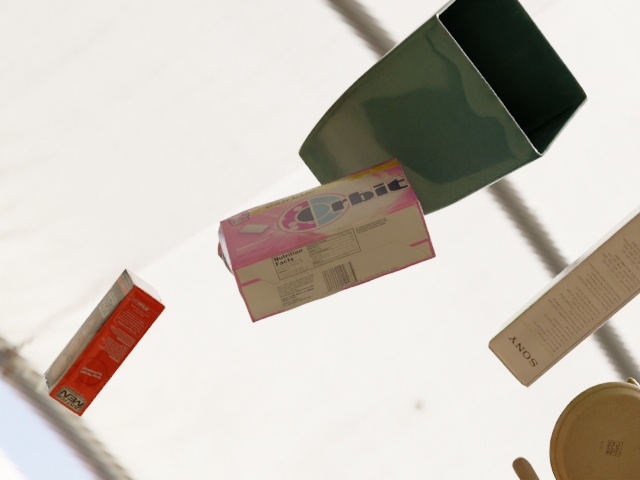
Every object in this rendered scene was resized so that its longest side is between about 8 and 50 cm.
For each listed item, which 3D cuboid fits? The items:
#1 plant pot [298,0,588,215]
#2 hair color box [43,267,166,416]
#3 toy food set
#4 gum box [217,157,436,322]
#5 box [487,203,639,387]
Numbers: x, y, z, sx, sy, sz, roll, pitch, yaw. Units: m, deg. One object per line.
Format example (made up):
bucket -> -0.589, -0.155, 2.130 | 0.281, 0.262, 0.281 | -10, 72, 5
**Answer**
plant pot -> 0.106, -0.122, 1.806 | 0.234, 0.166, 0.165 | -33, -83, 35
hair color box -> -0.218, 0.102, 1.842 | 0.043, 0.072, 0.141 | 37, -88, -19
toy food set -> 0.272, 0.195, 1.739 | 0.132, 0.192, 0.038 | 58, -9, -19
gum box -> 0.000, 0.000, 1.672 | 0.188, 0.107, 0.062 | -20, -64, -1
box -> 0.291, 0.000, 1.623 | 0.322, 0.232, 0.058 | -40, -94, 8
